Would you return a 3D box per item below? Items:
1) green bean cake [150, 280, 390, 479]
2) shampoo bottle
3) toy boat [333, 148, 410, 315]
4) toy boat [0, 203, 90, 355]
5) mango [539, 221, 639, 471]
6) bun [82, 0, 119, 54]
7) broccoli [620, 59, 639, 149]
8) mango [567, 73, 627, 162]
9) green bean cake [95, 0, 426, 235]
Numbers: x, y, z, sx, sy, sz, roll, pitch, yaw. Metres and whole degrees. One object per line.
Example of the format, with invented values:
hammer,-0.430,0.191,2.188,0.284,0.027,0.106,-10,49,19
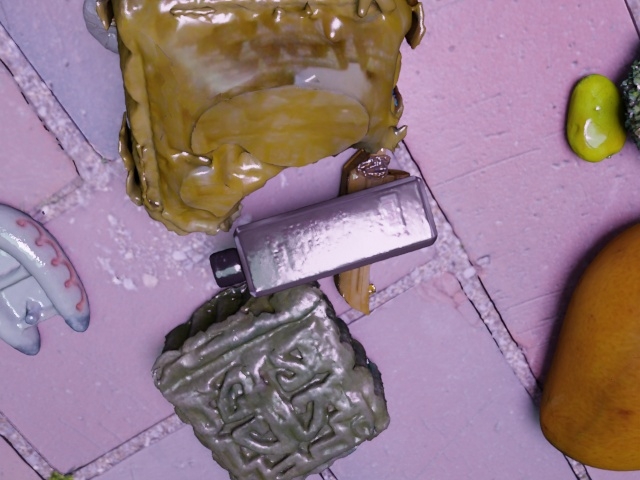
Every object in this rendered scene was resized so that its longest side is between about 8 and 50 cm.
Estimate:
green bean cake,-0.060,0.179,0.741,0.241,0.132,0.255,-28,107,8
shampoo bottle,0.000,0.000,0.633,0.245,0.079,0.080,-16,89,-2
toy boat,0.065,-0.015,0.719,0.087,0.068,0.226,0,106,-11
toy boat,-0.383,0.049,0.703,0.134,0.079,0.208,-22,109,6
mango,0.429,0.145,0.722,0.263,0.221,0.378,17,115,-14
bun,-0.225,-0.249,0.638,0.083,0.045,0.083,-1,111,-2
broccoli,0.448,-0.163,0.626,0.219,0.194,0.194,-29,108,-17
mango,0.341,-0.151,0.703,0.073,0.056,0.108,-16,105,-5
green bean cake,-0.054,-0.141,0.586,0.309,0.202,0.285,-6,132,-11
